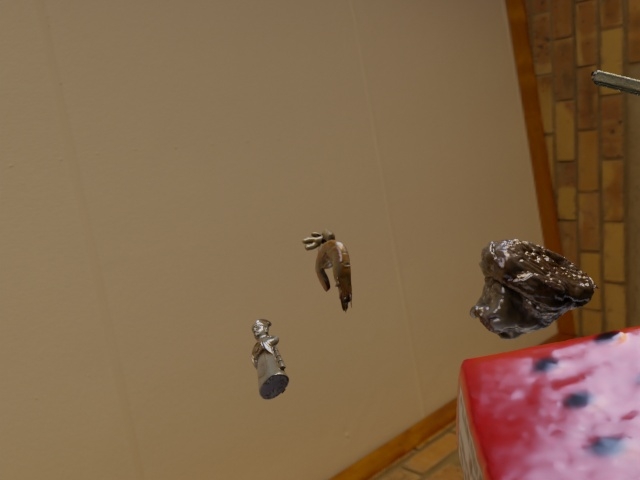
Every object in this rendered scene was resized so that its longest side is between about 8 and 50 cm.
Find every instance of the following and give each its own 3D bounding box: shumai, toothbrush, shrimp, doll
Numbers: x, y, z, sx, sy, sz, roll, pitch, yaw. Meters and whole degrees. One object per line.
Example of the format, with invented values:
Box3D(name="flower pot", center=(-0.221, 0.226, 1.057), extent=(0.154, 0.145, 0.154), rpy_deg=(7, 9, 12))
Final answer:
Box3D(name="shumai", center=(0.407, 0.106, 1.231), extent=(0.218, 0.184, 0.185), rpy_deg=(5, -46, -30))
Box3D(name="toothbrush", center=(0.492, -0.171, 0.756), extent=(0.028, 0.294, 0.026), rpy_deg=(-53, -23, -34))
Box3D(name="shrimp", center=(0.026, 0.080, 1.306), extent=(0.045, 0.095, 0.163), rpy_deg=(10, -110, -63))
Box3D(name="doll", center=(-0.002, 0.003, 1.661), extent=(0.093, 0.051, 0.062), rpy_deg=(-23, -104, -5))

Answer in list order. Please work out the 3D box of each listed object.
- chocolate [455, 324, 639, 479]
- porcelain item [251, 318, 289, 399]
Box3D(name="chocolate", center=(0.298, 0.225, 0.498), extent=(0.360, 0.341, 0.162), rpy_deg=(-85, -21, -64))
Box3D(name="porcelain item", center=(-0.119, 0.245, 1.309), extent=(0.054, 0.213, 0.084), rpy_deg=(33, -72, -30))
